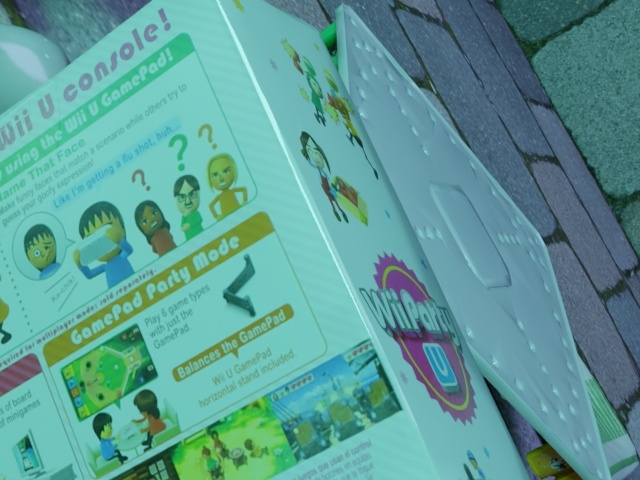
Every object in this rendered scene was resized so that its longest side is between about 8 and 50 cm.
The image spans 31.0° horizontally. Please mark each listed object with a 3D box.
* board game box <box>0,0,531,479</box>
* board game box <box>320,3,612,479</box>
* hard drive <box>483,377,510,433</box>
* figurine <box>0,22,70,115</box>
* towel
[{"bbox_3d":[-0.046,0.098,0.399,0.097,0.224,0.303,7,55,-64],"label":"board game box"},{"bbox_3d":[0.126,0.007,1.100,0.390,0.050,0.390,45,24,-29],"label":"board game box"},{"bbox_3d":[0.120,0.134,1.022,0.135,0.022,0.094,18,45,-61],"label":"hard drive"},{"bbox_3d":[-0.203,-0.156,0.592,0.209,0.092,0.215,36,31,-55],"label":"figurine"},{"bbox_3d":[0.259,0.133,1.326,0.324,0.038,0.248,64,22,13],"label":"towel"}]
